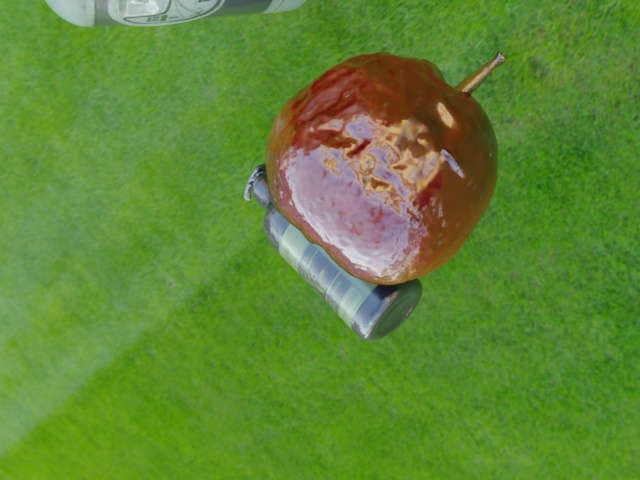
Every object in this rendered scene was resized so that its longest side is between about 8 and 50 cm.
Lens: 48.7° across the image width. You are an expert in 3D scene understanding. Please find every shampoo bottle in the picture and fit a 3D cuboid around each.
[{"bbox_3d":[0.000,0.000,0.899,0.284,0.101,0.101,45,144,25],"label":"shampoo bottle"}]

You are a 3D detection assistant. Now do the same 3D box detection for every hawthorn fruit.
[{"bbox_3d":[0.079,-0.090,0.703,0.230,0.266,0.210,44,173,37],"label":"hawthorn fruit"}]

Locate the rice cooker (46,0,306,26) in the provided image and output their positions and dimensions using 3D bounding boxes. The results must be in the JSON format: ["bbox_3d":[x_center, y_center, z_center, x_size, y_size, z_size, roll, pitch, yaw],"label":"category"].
[{"bbox_3d":[-0.128,-0.331,0.626,0.288,0.277,0.288,169,90,-69],"label":"rice cooker"}]
